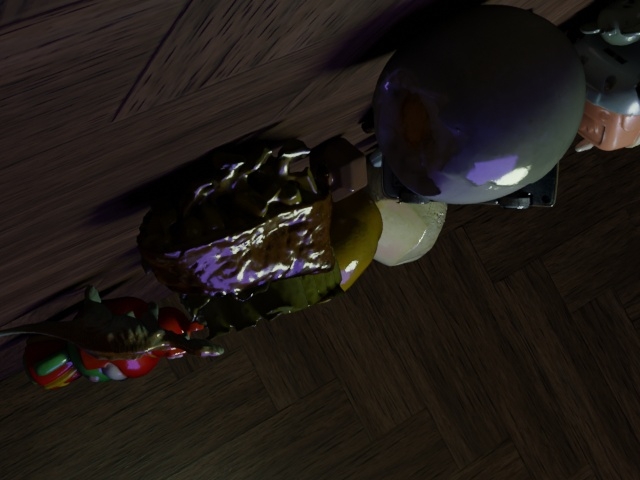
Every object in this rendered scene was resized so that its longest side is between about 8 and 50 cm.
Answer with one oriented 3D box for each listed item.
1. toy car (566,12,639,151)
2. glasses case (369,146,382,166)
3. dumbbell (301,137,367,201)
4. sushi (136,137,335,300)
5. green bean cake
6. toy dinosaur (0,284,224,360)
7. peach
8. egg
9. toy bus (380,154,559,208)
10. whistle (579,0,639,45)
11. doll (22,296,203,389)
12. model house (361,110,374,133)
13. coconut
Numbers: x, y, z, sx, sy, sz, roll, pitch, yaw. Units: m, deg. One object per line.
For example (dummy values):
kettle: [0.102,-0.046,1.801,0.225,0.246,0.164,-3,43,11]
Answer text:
toy car: [0.507,-0.255,1.645,0.270,0.180,0.212,-28,146,-21]
glasses case: [0.159,-0.179,1.972,0.067,0.045,0.178,-30,177,40]
dumbbell: [-0.028,-0.076,1.446,0.231,0.092,0.082,-27,151,-44]
sushi: [-0.082,-0.027,1.167,0.296,0.179,0.167,-9,-167,-30]
green bean cake: [-0.140,0.039,1.662,0.285,0.202,0.310,-16,-179,17]
toy dinosaur: [-0.357,0.139,1.645,0.393,0.092,0.205,4,-163,-13]
peach: [0.000,0.000,1.887,0.251,0.153,0.251,-31,-140,31]
egg: [0.162,-0.134,0.989,0.217,0.183,0.183,-22,176,-27]
toy bus: [0.250,-0.128,1.748,0.290,0.139,0.157,1,-175,7]
whistle: [0.493,-0.358,1.545,0.236,0.077,0.114,-33,-151,-29]
doll: [-0.391,0.188,1.974,0.363,0.160,0.182,-9,-179,15]
model house: [0.195,-0.159,1.358,0.207,0.154,0.294,-26,177,-12]
coconut: [0.132,-0.070,2.088,0.241,0.241,0.241,-28,178,-1]
